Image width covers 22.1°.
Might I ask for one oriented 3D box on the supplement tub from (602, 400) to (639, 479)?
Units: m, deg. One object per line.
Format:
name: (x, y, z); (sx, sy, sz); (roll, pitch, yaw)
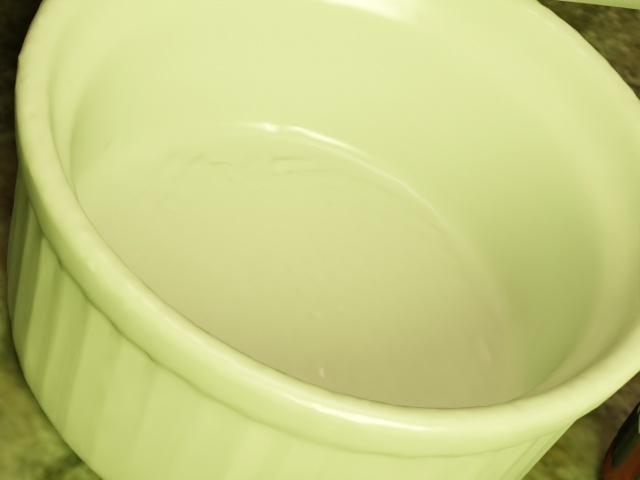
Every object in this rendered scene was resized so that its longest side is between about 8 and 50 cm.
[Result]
supplement tub: (0.200, 0.063, 0.672); (0.106, 0.198, 0.106); (11, 48, -12)

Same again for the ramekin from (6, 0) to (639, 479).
ramekin: (0.000, 0.000, 0.690); (0.277, 0.135, 0.277); (12, 46, -13)

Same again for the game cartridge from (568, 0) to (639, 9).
game cartridge: (0.028, -0.212, 0.758); (0.355, 0.068, 0.230); (3, 54, -20)
